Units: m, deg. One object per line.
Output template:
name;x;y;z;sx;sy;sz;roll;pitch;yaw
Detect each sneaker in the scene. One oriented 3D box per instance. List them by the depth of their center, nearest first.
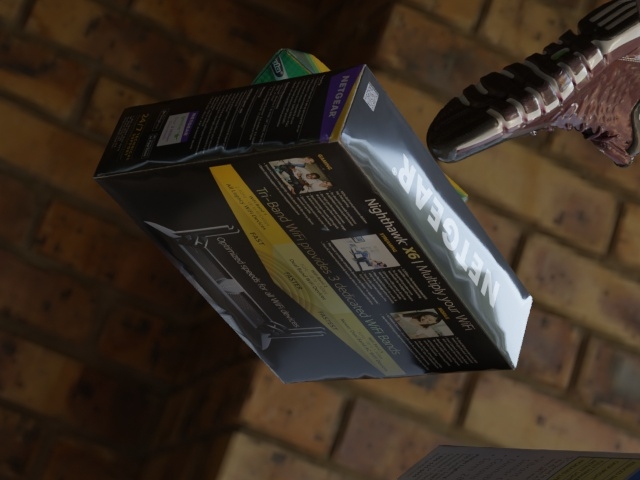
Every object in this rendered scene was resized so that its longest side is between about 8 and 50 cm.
sneaker;0.262;-0.122;1.689;0.162;0.281;0.106;59;1;-28

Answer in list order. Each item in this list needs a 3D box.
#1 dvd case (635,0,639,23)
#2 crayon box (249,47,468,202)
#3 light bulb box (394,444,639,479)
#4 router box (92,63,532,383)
dvd case;0.349;-0.174;1.343;0.164;0.018;0.221;18;-5;18
crayon box;0.048;-0.114;1.953;0.278;0.081;0.165;42;10;6
light bulb box;0.141;0.345;1.264;0.361;0.358;0.225;-7;-69;52
router box;0.000;0.000;1.318;0.242;0.081;0.309;-6;-41;34
